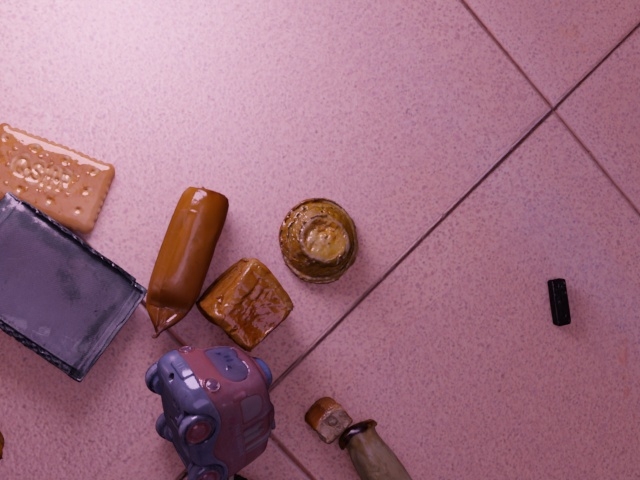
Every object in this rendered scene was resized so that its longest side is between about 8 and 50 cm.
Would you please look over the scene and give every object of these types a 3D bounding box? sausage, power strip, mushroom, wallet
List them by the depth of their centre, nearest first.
[{"bbox_3d":[-0.550,0.093,1.785,0.342,0.075,0.237,37,80,-12],"label":"wallet"},{"bbox_3d":[-0.282,0.046,1.838,0.112,0.112,0.328,20,85,-13],"label":"sausage"},{"bbox_3d":[0.151,0.529,1.958,0.100,0.081,0.312,-34,99,-6],"label":"mushroom"},{"bbox_3d":[0.559,0.143,2.090,0.038,0.029,0.111,-9,94,-15],"label":"power strip"}]

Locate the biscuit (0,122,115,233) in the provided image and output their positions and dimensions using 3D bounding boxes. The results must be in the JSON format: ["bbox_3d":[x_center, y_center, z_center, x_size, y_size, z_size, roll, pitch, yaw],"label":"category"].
[{"bbox_3d":[-0.557,-0.124,1.808,0.250,0.030,0.160,22,84,-13],"label":"biscuit"}]

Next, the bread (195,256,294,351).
[{"bbox_3d":[-0.156,0.132,1.855,0.143,0.149,0.158,45,73,-12],"label":"bread"}]

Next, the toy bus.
[{"bbox_3d":[-0.201,0.337,1.787,0.232,0.197,0.294,-20,127,-23],"label":"toy bus"}]

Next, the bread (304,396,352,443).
[{"bbox_3d":[0.016,0.387,1.930,0.083,0.070,0.076,-41,100,-14],"label":"bread"}]

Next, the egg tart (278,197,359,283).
[{"bbox_3d":[0.000,0.000,1.929,0.191,0.074,0.191,0,88,-12],"label":"egg tart"}]

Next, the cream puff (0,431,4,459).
[{"bbox_3d":[-0.684,0.401,1.734,0.133,0.104,0.119,-2,122,-7],"label":"cream puff"}]

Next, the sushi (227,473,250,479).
[{"bbox_3d":[-0.175,0.659,1.870,0.264,0.050,0.289,36,68,-29],"label":"sushi"}]
